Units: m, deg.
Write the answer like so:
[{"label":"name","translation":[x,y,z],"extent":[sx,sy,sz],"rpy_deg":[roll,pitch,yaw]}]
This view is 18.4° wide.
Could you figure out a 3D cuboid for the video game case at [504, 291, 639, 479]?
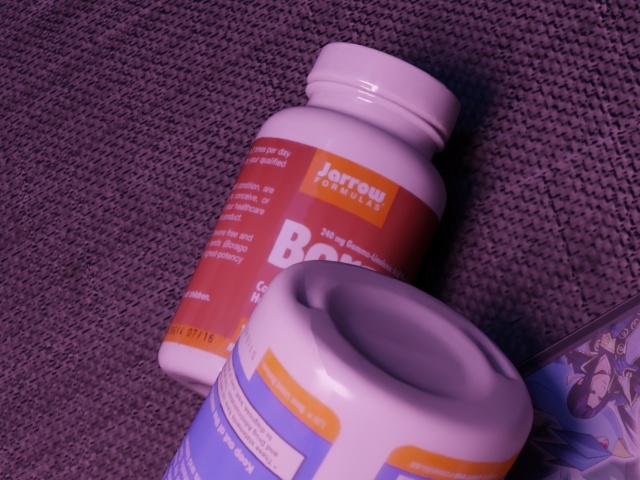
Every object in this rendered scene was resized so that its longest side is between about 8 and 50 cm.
[{"label":"video game case","translation":[0.160,0.164,0.987],"extent":[0.248,0.035,0.275],"rpy_deg":[-34,49,27]}]

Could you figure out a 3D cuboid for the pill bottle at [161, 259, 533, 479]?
[{"label":"pill bottle","translation":[-0.016,0.159,1.031],"extent":[0.152,0.152,0.272],"rpy_deg":[49,120,40]}]

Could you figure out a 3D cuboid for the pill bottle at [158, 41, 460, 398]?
[{"label":"pill bottle","translation":[0.000,0.000,1.154],"extent":[0.121,0.121,0.216],"rpy_deg":[15,76,38]}]
